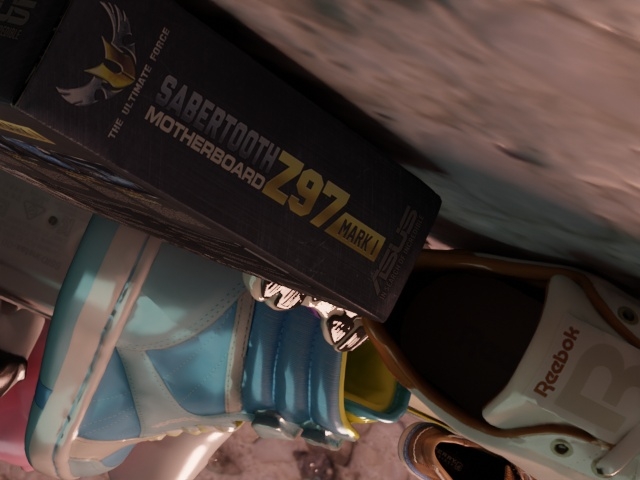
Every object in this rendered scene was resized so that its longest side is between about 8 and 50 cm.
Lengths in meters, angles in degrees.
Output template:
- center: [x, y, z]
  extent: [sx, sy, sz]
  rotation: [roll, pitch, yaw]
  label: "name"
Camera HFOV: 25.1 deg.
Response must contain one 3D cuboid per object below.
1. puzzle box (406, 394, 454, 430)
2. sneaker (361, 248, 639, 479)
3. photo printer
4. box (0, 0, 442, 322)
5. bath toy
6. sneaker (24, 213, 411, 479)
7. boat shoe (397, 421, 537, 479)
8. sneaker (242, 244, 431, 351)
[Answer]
- center: [0.119, 0.132, 1.220]
  extent: [0.272, 0.052, 0.409]
  rotation: [29, 172, -36]
  label: "puzzle box"
- center: [0.137, 0.083, 0.582]
  extent: [0.290, 0.106, 0.123]
  rotation: [22, 175, 28]
  label: "sneaker"
- center: [-0.212, 0.004, 1.143]
  extent: [0.256, 0.107, 0.307]
  rotation: [23, 173, 6]
  label: "photo printer"
- center: [-0.095, -0.052, 0.545]
  extent: [0.232, 0.059, 0.183]
  rotation: [18, 171, 46]
  label: "box"
- center: [-0.221, 0.118, 1.067]
  extent: [0.348, 0.129, 0.151]
  rotation: [28, 170, -38]
  label: "bath toy"
- center: [-0.061, 0.090, 0.880]
  extent: [0.208, 0.127, 0.319]
  rotation: [21, 147, -4]
  label: "sneaker"
- center: [0.156, 0.223, 1.293]
  extent: [0.183, 0.066, 0.066]
  rotation: [26, 172, -17]
  label: "boat shoe"
- center: [0.000, 0.000, 0.684]
  extent: [0.071, 0.068, 0.170]
  rotation: [47, -176, 29]
  label: "sneaker"
